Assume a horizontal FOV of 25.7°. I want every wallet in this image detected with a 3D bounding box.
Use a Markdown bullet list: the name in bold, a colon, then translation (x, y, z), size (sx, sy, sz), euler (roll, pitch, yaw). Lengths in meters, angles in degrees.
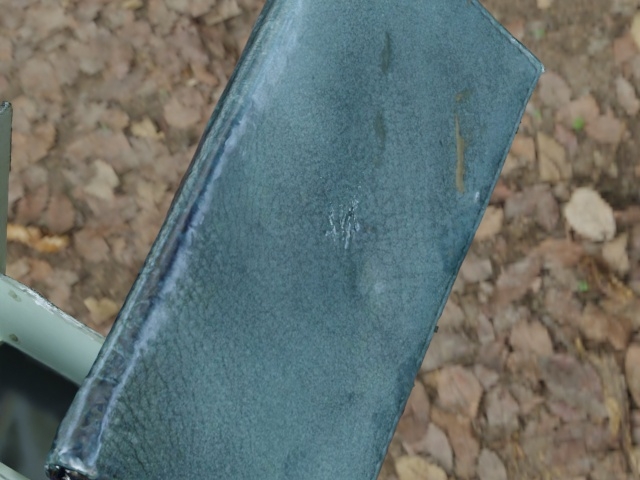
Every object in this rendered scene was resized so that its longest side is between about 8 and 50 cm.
- **wallet**: translation (0.000, 0.000, 0.753), size (0.046, 0.191, 0.379), euler (-10, 49, 49)

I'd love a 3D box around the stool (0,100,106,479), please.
- **stool**: translation (-0.171, 0.091, 0.964), size (0.244, 0.269, 0.170), euler (28, 48, 10)
